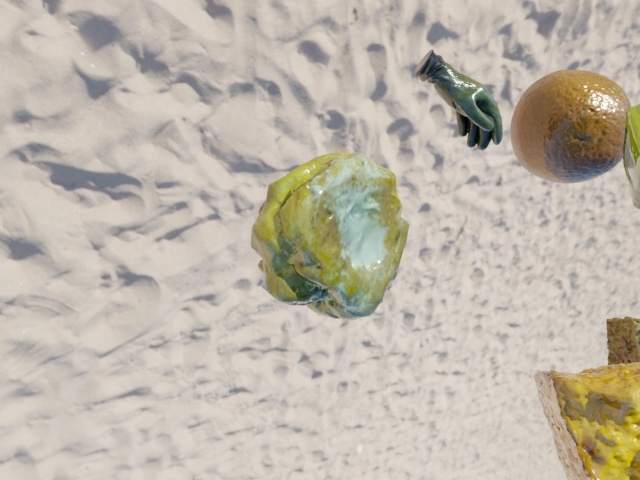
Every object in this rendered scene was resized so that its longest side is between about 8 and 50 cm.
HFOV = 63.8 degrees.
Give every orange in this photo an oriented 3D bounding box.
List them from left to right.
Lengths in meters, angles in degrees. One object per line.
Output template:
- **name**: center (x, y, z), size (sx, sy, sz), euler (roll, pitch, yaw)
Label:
- **orange**: center (0.708, -0.329, 1.481), size (0.322, 0.357, 0.322), euler (1, 111, 4)

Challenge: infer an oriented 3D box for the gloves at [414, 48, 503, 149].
- **gloves**: center (0.327, -0.322, 1.175), size (0.107, 0.135, 0.268), euler (-37, 106, 19)

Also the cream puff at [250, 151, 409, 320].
- **cream puff**: center (0.000, 0.000, 1.100), size (0.378, 0.275, 0.378), euler (-3, 95, -41)

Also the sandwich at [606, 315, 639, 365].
- **sandwich**: center (0.595, 0.266, 0.876), size (0.226, 0.087, 0.251), euler (12, 74, -25)

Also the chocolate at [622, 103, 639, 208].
- **chocolate**: center (0.754, -0.209, 0.999), size (0.301, 0.137, 0.289), euler (-24, 157, 20)

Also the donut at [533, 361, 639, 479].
- **donut**: center (0.393, 0.339, 0.546), size (0.163, 0.435, 0.377), euler (-20, 150, 10)
